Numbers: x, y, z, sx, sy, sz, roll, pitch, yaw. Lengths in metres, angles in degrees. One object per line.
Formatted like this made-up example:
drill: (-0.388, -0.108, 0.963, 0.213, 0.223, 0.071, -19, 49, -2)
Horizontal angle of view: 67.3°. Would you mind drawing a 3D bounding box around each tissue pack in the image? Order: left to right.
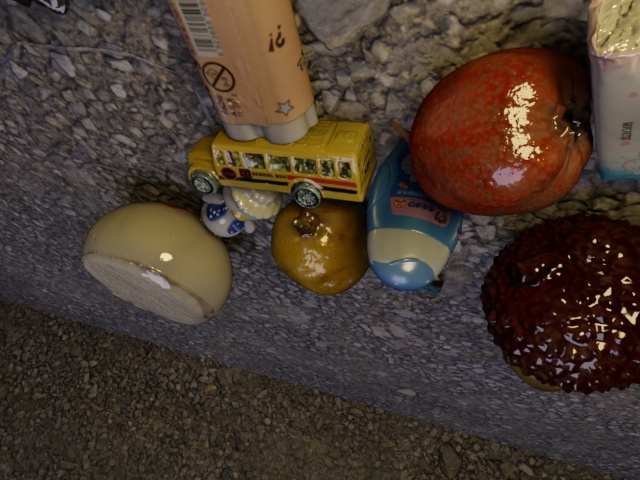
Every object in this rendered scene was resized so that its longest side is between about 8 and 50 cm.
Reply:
tissue pack: (0.387, -0.166, 0.486, 0.202, 0.124, 0.271, -4, 161, 29)

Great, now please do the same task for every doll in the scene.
doll: (-0.175, -0.074, 1.022, 0.138, 0.119, 0.293, 41, 144, -19)

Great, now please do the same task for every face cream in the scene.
face cream: (0.145, -0.043, 0.742, 0.149, 0.264, 0.083, 12, 151, 11)

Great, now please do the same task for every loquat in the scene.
loquat: (0.000, 0.000, 0.952, 0.214, 0.213, 0.246, 8, 165, 18)
loquat: (0.552, 0.301, 1.216, 0.172, 0.149, 0.204, 26, 161, -21)

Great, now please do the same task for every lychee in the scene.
lychee: (0.430, 0.105, 0.802, 0.330, 0.306, 0.306, 33, 148, -30)

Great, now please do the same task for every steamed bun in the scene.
steamed bun: (-0.388, 0.042, 1.212, 0.375, 0.241, 0.374, 17, 155, 8)

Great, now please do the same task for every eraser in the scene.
eraser: (-0.114, -0.271, 0.681, 0.171, 0.087, 0.290, 9, 147, 19)

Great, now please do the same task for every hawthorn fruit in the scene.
hawthorn fruit: (0.207, -0.138, 0.633, 0.262, 0.210, 0.210, 11, 155, 49)

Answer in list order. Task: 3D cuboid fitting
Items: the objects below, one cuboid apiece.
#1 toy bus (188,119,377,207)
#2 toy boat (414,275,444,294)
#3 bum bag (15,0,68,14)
toy bus: (-0.077, -0.147, 0.845, 0.336, 0.121, 0.123, 9, 140, 17)
toy boat: (0.228, 0.092, 1.133, 0.137, 0.060, 0.061, 20, 132, -15)
bum bag: (-0.467, -0.397, 0.691, 0.248, 0.069, 0.102, 21, 159, 12)
